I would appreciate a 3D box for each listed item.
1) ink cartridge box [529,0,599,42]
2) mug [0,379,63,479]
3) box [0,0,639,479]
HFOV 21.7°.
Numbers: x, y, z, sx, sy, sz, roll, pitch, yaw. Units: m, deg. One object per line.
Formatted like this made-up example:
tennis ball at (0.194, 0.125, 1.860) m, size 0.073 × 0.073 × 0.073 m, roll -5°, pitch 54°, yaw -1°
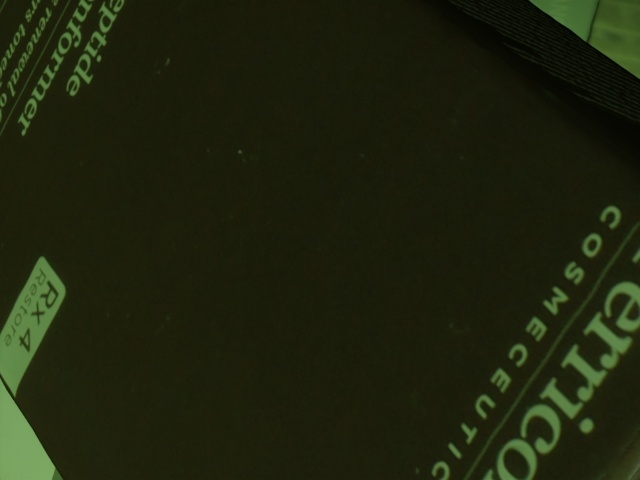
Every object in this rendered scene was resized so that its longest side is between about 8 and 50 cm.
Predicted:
ink cartridge box at (-0.058, -0.224, 0.686) m, size 0.385 × 0.091 × 0.308 m, roll 7°, pitch 142°, yaw 3°
mug at (-0.022, 0.150, 0.863) m, size 0.328 × 0.374 × 0.276 m, roll 43°, pitch 109°, yaw -7°
box at (0.000, 0.000, 0.533) m, size 0.143 × 0.191 × 0.381 m, roll 16°, pitch -160°, yaw -43°
